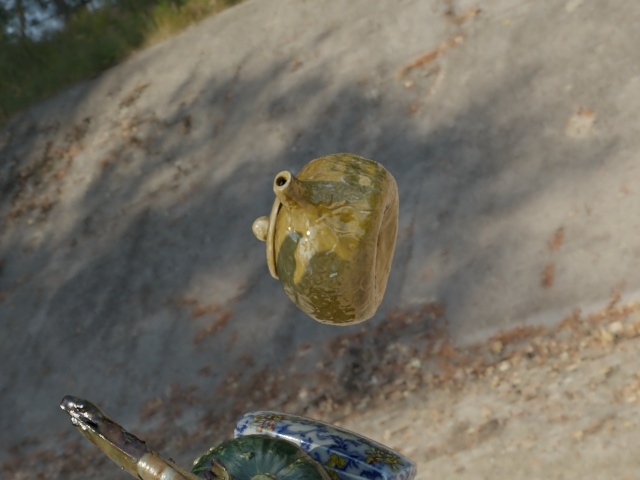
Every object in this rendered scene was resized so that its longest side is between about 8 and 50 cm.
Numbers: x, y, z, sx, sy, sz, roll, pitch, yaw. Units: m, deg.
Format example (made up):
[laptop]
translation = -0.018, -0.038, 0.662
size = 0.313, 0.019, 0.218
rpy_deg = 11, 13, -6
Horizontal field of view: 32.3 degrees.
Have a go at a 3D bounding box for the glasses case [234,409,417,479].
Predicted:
[glasses case]
translation = 0.003, 0.268, 1.399
size = 0.248, 0.065, 0.087
rpy_deg = 14, 12, 31

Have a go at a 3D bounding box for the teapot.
[teapot]
translation = 0.000, 0.000, 1.343
size = 0.167, 0.203, 0.311
rpy_deg = 8, -24, 13

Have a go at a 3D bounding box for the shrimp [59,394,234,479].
[shrimp]
translation = -0.148, 0.203, 1.045
size = 0.035, 0.195, 0.148
rpy_deg = -62, -21, 1

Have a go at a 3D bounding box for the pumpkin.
[pumpkin]
translation = -0.070, 0.310, 1.263
size = 0.190, 0.146, 0.190
rpy_deg = -10, 41, 9
